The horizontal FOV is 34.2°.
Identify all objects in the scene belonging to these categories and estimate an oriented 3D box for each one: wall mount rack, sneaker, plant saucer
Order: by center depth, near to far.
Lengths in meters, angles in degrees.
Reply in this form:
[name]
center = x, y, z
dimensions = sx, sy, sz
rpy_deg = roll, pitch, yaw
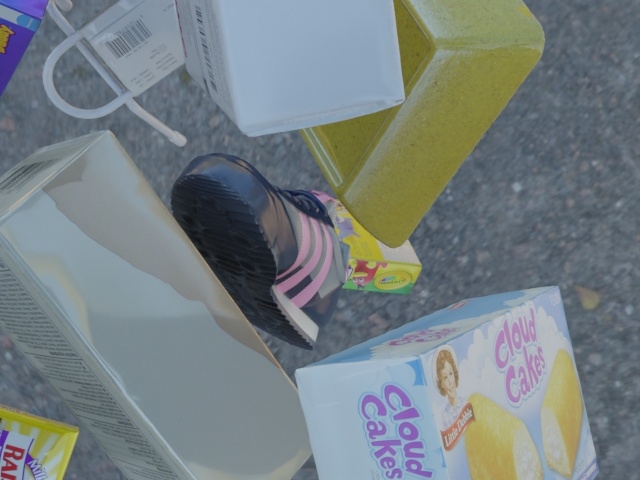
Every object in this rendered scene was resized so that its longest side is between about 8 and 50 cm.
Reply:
[sneaker]
center = -0.043, -0.015, 0.960
dimensions = 0.112, 0.319, 0.131
rpy_deg = 24, 70, 19
[plant saucer]
center = 0.046, -0.207, 1.115
dimensions = 0.081, 0.333, 0.332
rpy_deg = -10, 58, -35
[wall mount rack]
center = -0.187, -0.268, 1.394
dimensions = 0.350, 0.130, 0.304
rpy_deg = -33, 123, 8

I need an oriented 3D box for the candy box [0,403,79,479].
[candy box]
center = -0.329, 0.275, 1.060
dimensions = 0.105, 0.027, 0.205
rpy_deg = 19, 87, -15

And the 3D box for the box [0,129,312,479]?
[box]
center = -0.147, 0.078, 0.823
dimensions = 0.121, 0.148, 0.311
rpy_deg = -46, 115, -29

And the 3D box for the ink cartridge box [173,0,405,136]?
[ink cartridge box]
center = -0.030, -0.142, 0.520
dimensions = 0.082, 0.190, 0.139
rpy_deg = -12, 109, -9

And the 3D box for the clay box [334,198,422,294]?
[clay box]
center = 0.000, 0.000, 1.271
dimensions = 0.222, 0.053, 0.127
rpy_deg = 6, 35, -23

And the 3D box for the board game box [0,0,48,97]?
[board game box]
center = -0.329, -0.353, 1.167
dimensions = 0.078, 0.233, 0.347
rpy_deg = 20, 65, -22

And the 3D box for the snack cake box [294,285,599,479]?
[snack cake box]
center = 0.099, 0.127, 0.708
dimensions = 0.089, 0.264, 0.152
rpy_deg = -11, 91, 31
